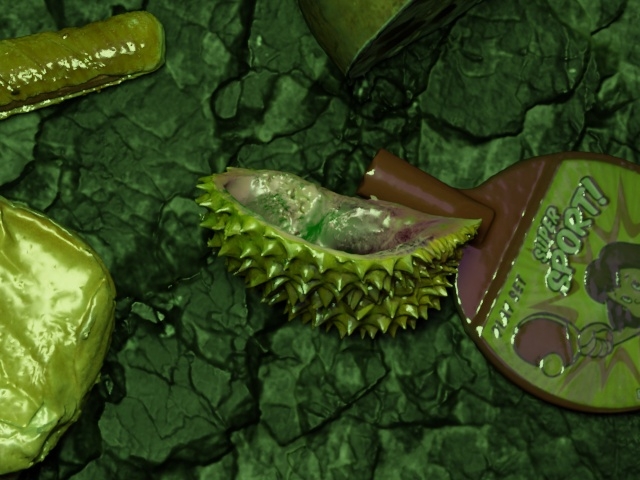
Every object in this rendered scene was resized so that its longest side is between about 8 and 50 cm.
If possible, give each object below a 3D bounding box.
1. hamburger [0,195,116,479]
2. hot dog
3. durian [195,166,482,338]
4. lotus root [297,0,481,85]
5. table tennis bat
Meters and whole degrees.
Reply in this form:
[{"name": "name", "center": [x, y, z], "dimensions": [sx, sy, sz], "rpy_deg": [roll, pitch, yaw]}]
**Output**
[{"name": "hamburger", "center": [-0.340, 0.097, 1.506], "dimensions": [0.260, 0.144, 0.283], "rpy_deg": [32, 76, -2]}, {"name": "hot dog", "center": [-0.298, -0.178, 1.594], "dimensions": [0.286, 0.061, 0.087], "rpy_deg": [-19, 71, -8]}, {"name": "durian", "center": [-0.006, 0.013, 1.518], "dimensions": [0.261, 0.186, 0.153], "rpy_deg": [16, 91, 23]}, {"name": "lotus root", "center": [0.085, -0.301, 1.543], "dimensions": [0.272, 0.272, 0.192], "rpy_deg": [-32, 78, -8]}, {"name": "table tennis bat", "center": [0.232, 0.019, 1.604], "dimensions": [0.415, 0.051, 0.268], "rpy_deg": [27, 81, -2]}]
